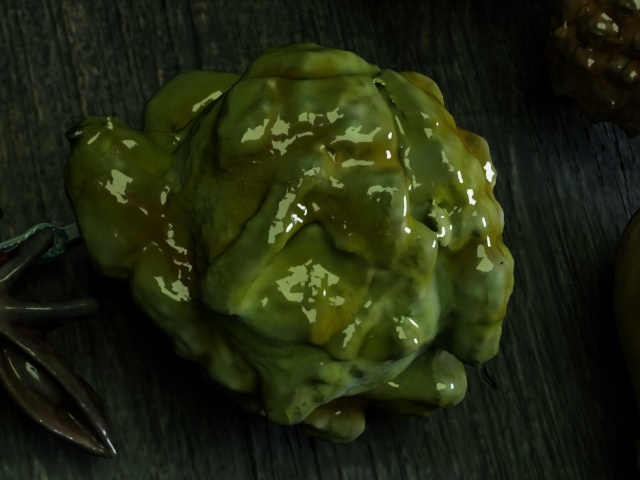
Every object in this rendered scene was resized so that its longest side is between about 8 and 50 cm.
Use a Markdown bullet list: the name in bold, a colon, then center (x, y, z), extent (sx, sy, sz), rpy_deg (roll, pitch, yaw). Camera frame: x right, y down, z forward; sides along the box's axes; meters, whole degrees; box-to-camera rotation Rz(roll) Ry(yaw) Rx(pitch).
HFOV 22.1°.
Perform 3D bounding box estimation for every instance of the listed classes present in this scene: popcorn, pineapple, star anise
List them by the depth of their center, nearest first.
- **star anise**: center (-0.283, 0.068, 1.231), extent (0.258, 0.110, 0.198), rpy_deg (0, 83, -10)
- **popcorn**: center (-0.004, -0.007, 1.242), extent (0.335, 0.279, 0.274), rpy_deg (57, 26, -31)
- **pineapple**: center (0.383, -0.150, 1.407), extent (0.357, 0.223, 0.223), rpy_deg (31, 58, 28)

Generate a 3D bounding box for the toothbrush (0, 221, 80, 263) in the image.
- **toothbrush**: center (-0.087, -0.052, 1.384), extent (0.418, 0.040, 0.042), rpy_deg (-22, 99, -28)

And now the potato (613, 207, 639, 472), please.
- **potato**: center (0.393, 0.059, 1.381), extent (0.289, 0.301, 0.237), rpy_deg (36, 31, -26)
